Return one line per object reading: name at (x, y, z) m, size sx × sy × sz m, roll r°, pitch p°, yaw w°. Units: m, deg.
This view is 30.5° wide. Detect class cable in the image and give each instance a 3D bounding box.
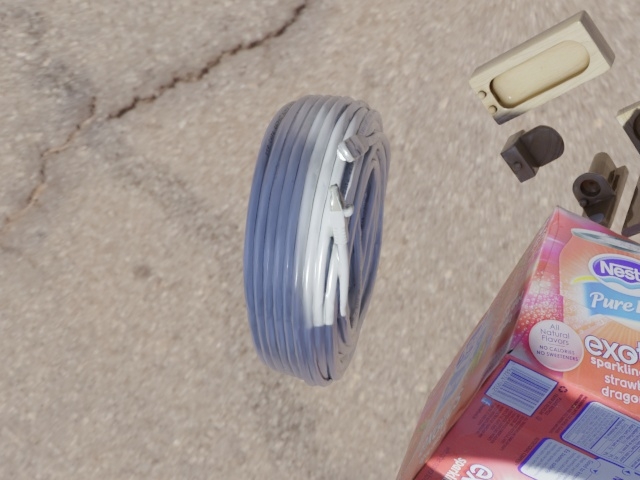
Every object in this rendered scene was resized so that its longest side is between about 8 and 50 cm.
cable at (0.000, 0.000, 1.034) m, size 0.089 × 0.257 × 0.257 m, roll 8°, pitch 112°, yaw 9°

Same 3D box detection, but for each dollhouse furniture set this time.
dollhouse furniture set at (0.208, -0.085, 0.965) m, size 0.144 × 0.123 × 0.151 m, roll -26°, pitch 109°, yaw 36°

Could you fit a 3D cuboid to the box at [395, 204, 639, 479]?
box at (0.169, 0.136, 0.874) m, size 0.154 × 0.142 × 0.300 m, roll 25°, pitch 142°, yaw 3°
